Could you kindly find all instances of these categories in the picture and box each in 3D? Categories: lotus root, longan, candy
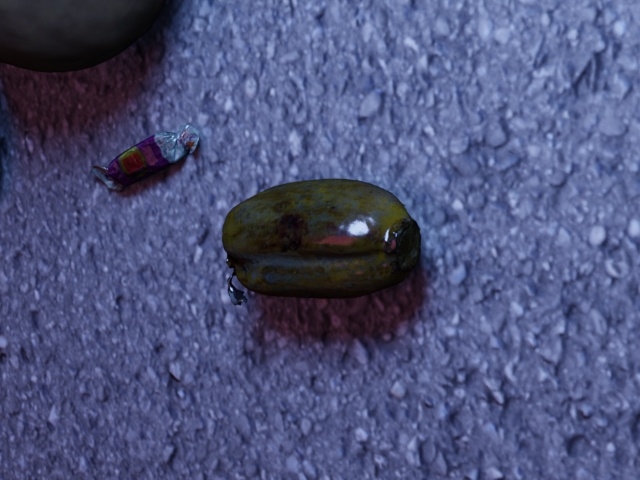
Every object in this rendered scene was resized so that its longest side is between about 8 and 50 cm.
[{"bbox_3d":[0.000,0.000,1.587,0.241,0.123,0.124,-1,128,32],"label":"lotus root"},{"bbox_3d":[-0.295,-0.333,1.629,0.297,0.297,0.297,8,104,33],"label":"longan"},{"bbox_3d":[-0.209,-0.096,1.759,0.175,0.043,0.045,-24,95,35],"label":"candy"}]
